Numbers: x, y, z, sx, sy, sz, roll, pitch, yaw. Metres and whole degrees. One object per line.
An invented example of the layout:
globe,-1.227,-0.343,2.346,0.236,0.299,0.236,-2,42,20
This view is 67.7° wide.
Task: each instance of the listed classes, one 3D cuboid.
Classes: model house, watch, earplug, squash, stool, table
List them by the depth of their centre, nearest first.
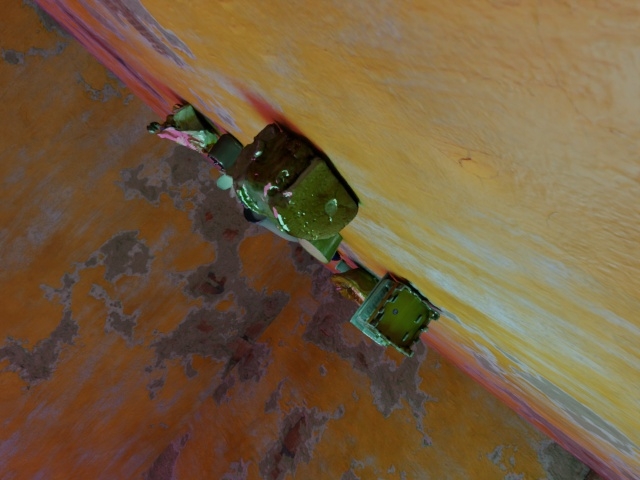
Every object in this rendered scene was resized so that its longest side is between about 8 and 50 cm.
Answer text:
model house,0.250,0.249,1.636,0.198,0.224,0.215,40,172,-20
stool,-0.326,-0.303,1.637,0.096,0.110,0.096,39,171,7
table,-0.281,-0.219,1.790,0.166,0.166,0.198,44,174,-37
squash,0.000,0.000,1.826,0.170,0.123,0.170,41,175,4
earplug,-0.147,-0.084,1.968,0.185,0.185,0.324,36,178,41
watch,0.176,0.189,2.590,0.237,0.068,0.195,39,179,-41

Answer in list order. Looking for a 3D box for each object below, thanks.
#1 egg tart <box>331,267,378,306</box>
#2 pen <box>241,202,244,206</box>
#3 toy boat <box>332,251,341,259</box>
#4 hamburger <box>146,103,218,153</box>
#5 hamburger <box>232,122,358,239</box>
egg tart,0.212,0.242,2.227,0.351,0.153,0.339,44,173,-36
pen,-0.194,-0.149,1.795,0.269,0.033,0.033,0,149,36
toy boat,0.012,0.044,2.445,0.219,0.072,0.318,29,-177,11
hamburger,-0.503,-0.434,1.801,0.276,0.150,0.260,23,-172,15
hamburger,-0.061,-0.106,1.033,0.167,0.192,0.288,49,-178,42
